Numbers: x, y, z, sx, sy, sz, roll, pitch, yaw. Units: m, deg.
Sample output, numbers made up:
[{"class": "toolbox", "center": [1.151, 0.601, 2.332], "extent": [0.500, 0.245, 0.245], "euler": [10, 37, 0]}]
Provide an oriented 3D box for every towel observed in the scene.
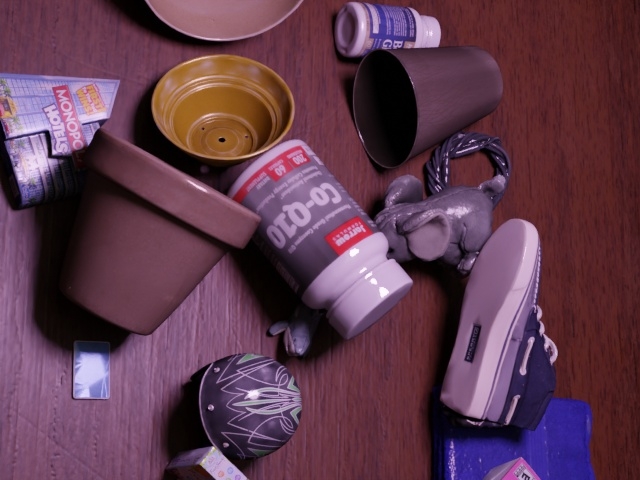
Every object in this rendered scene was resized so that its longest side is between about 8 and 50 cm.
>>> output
[{"class": "towel", "center": [0.320, 0.364, 1.961], "extent": [0.308, 0.076, 0.228], "euler": [12, 65, -25]}]

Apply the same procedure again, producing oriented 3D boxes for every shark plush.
[{"class": "shark plush", "center": [-0.007, 0.121, 1.846], "extent": [0.073, 0.067, 0.161], "euler": [50, 60, -9]}]

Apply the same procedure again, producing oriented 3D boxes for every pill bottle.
[{"class": "pill bottle", "center": [0.117, -0.356, 2.023], "extent": [0.169, 0.094, 0.094], "euler": [-1, 77, -28]}, {"class": "pill bottle", "center": [0.000, 0.000, 1.785], "extent": [0.161, 0.161, 0.283], "euler": [-33, 75, -31]}]

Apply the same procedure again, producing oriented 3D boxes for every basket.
[{"class": "basket", "center": [0.189, -0.248, 2.000], "extent": [0.227, 0.154, 0.204], "euler": [-22, 122, -36]}]

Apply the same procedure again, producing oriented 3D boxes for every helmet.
[{"class": "helmet", "center": [-0.109, 0.240, 1.705], "extent": [0.169, 0.161, 0.169], "euler": [8, 73, -26]}]

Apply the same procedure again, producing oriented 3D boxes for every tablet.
[{"class": "tablet", "center": [-0.328, 0.186, 1.692], "extent": [0.054, 0.006, 0.083], "euler": [5, 75, -27]}]

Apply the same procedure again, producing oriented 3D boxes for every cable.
[{"class": "cable", "center": [0.262, -0.118, 2.073], "extent": [0.150, 0.047, 0.184], "euler": [42, 64, -7]}]

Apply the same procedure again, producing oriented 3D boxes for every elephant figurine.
[{"class": "elephant figurine", "center": [0.156, -0.019, 1.910], "extent": [0.239, 0.169, 0.186], "euler": [8, 79, -30]}]

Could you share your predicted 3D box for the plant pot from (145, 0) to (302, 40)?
[{"class": "plant pot", "center": [-0.158, -0.481, 1.836], "extent": [0.284, 0.284, 0.191], "euler": [11, 37, -26]}]

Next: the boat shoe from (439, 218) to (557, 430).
[{"class": "boat shoe", "center": [0.313, 0.143, 1.883], "extent": [0.158, 0.127, 0.340], "euler": [16, 95, -28]}]

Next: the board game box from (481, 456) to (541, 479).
[{"class": "board game box", "center": [0.319, 0.519, 1.785], "extent": [0.224, 0.097, 0.303], "euler": [-39, 89, -35]}]

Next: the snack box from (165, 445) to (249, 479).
[{"class": "snack box", "center": [-0.152, 0.340, 1.668], "extent": [0.100, 0.141, 0.037], "euler": [44, 62, -12]}]

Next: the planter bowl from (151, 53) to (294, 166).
[{"class": "planter bowl", "center": [-0.151, -0.179, 1.816], "extent": [0.217, 0.090, 0.217], "euler": [4, 53, -5]}]

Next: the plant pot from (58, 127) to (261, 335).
[{"class": "plant pot", "center": [-0.247, 0.003, 1.657], "extent": [0.263, 0.263, 0.229], "euler": [28, 91, -19]}]

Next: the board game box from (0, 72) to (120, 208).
[{"class": "board game box", "center": [-0.375, -0.163, 1.729], "extent": [0.194, 0.060, 0.194], "euler": [-17, 85, -30]}]
